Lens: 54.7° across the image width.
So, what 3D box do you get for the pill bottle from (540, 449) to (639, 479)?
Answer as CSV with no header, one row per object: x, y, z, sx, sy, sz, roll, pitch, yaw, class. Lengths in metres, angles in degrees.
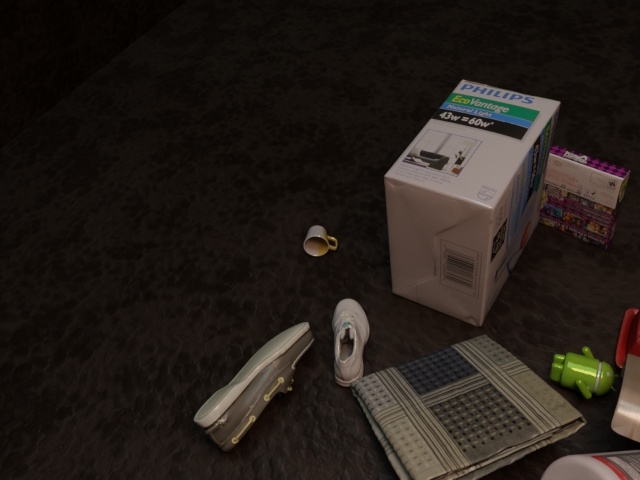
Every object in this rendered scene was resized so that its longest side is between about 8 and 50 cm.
0.468,0.384,0.887,0.283,0.161,0.161,6,37,-26,pill bottle

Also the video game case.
0.562,-0.107,1.405,0.232,0.210,0.042,29,56,35,video game case

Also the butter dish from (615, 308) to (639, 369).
0.656,0.175,1.162,0.160,0.118,0.160,14,49,25,butter dish

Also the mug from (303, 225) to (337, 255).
-0.004,0.000,1.532,0.062,0.078,0.064,-34,28,24,mug

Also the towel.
0.246,0.299,1.108,0.312,0.056,0.324,-17,22,-11,towel

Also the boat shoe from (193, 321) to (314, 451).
-0.113,0.282,1.232,0.305,0.091,0.109,-41,9,-33,boat shoe

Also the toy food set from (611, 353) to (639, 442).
0.592,0.284,0.992,0.219,0.093,0.306,17,13,26,toy food set

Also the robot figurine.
0.491,0.250,1.156,0.115,0.067,0.101,13,37,23,robot figurine

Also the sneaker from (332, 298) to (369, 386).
0.060,0.191,1.287,0.080,0.094,0.212,-6,44,7,sneaker

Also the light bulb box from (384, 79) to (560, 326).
0.322,-0.084,1.324,0.225,0.358,0.361,21,54,27,light bulb box
